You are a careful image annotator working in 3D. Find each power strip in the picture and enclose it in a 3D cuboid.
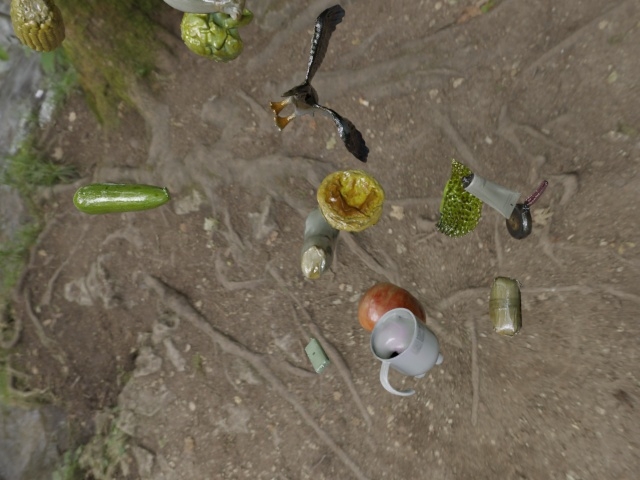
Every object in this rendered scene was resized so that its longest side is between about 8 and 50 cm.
[{"bbox_3d":[-0.008,0.269,1.043,0.040,0.016,0.090,-52,36,11],"label":"power strip"}]

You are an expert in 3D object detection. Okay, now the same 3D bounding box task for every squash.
[{"bbox_3d":[-0.415,-0.091,0.935,0.201,0.066,0.066,-4,79,0],"label":"squash"}]

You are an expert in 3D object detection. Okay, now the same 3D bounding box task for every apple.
[{"bbox_3d":[0.211,0.223,1.316,0.210,0.209,0.164,32,82,19],"label":"apple"}]

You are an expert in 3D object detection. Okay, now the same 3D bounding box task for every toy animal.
[{"bbox_3d":[-0.023,-0.243,0.795,0.160,0.197,0.272,-13,103,46],"label":"toy animal"}]

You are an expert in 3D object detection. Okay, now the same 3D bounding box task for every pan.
[{"bbox_3d":[0.608,-0.092,1.319,0.040,0.212,0.114,0,46,-10],"label":"pan"}]

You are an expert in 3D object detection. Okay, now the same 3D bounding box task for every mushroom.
[{"bbox_3d":[0.000,0.002,1.117,0.098,0.351,0.109,7,114,1],"label":"mushroom"},{"bbox_3d":[-0.304,-0.625,1.123,0.225,0.093,0.116,25,92,5],"label":"mushroom"}]

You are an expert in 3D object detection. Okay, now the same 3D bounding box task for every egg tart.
[{"bbox_3d":[0.057,-0.068,0.808,0.131,0.052,0.130,2,66,-5],"label":"egg tart"}]

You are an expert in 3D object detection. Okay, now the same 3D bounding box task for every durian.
[{"bbox_3d":[0.554,-0.145,1.783,0.159,0.351,0.169,2,40,5],"label":"durian"}]

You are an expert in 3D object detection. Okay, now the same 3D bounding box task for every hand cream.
[{"bbox_3d":[0.497,-0.142,1.310,0.186,0.054,0.087,27,88,-10],"label":"hand cream"}]

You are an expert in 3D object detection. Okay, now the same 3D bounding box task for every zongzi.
[{"bbox_3d":[0.615,0.218,1.486,0.099,0.197,0.194,2,85,20],"label":"zongzi"}]

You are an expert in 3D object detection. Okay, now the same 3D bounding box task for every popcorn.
[{"bbox_3d":[-0.304,-0.630,1.324,0.213,0.198,0.197,-33,72,23],"label":"popcorn"}]

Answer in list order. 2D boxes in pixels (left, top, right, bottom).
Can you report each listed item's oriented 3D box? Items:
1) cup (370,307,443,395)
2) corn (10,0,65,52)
[{"bbox_3d":[0.215,0.269,1.056,0.134,0.142,0.173,-35,32,27],"label":"cup"},{"bbox_3d":[-0.767,-0.594,1.211,0.347,0.130,0.130,22,86,57],"label":"corn"}]
